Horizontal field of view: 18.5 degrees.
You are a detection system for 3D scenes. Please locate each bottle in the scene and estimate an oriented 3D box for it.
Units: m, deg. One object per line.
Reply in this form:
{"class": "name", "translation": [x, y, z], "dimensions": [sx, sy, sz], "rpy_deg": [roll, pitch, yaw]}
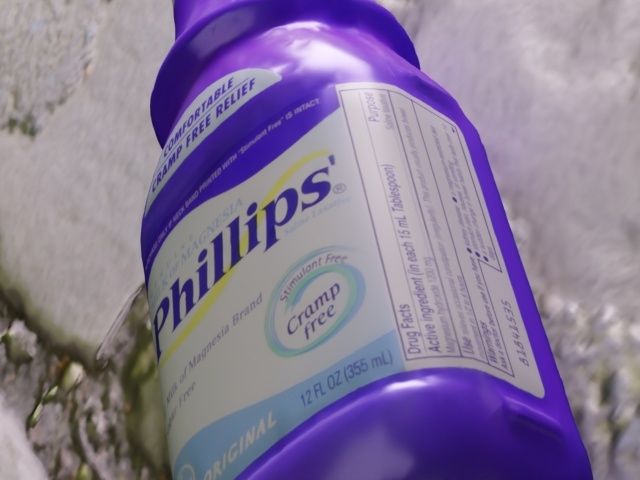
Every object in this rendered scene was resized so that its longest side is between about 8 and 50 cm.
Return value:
{"class": "bottle", "translation": [0.000, 0.000, 0.617], "dimensions": [0.118, 0.092, 0.283], "rpy_deg": [-42, 39, 27]}
